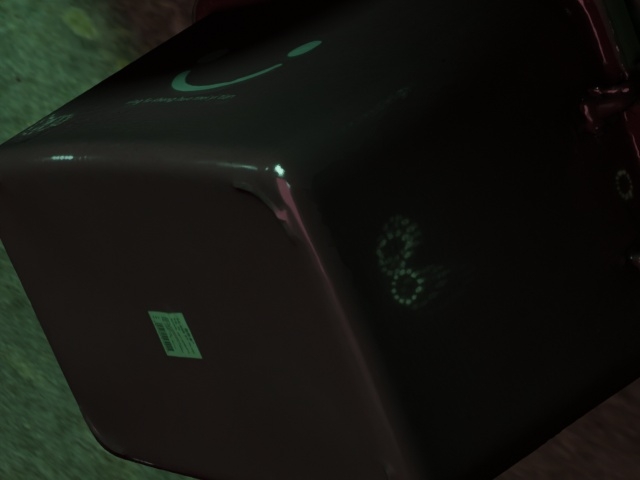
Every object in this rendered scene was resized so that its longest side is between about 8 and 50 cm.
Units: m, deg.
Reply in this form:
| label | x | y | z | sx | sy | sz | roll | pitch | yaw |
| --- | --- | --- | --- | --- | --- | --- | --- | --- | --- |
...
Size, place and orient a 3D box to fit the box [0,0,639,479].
| label | x | y | z | sx | sy | sz | roll | pitch | yaw |
| --- | --- | --- | --- | --- | --- | --- | --- | --- | --- |
| box | 0.000 | 0.000 | 0.795 | 0.294 | 0.167 | 0.193 | 2 | 121 | 54 |
